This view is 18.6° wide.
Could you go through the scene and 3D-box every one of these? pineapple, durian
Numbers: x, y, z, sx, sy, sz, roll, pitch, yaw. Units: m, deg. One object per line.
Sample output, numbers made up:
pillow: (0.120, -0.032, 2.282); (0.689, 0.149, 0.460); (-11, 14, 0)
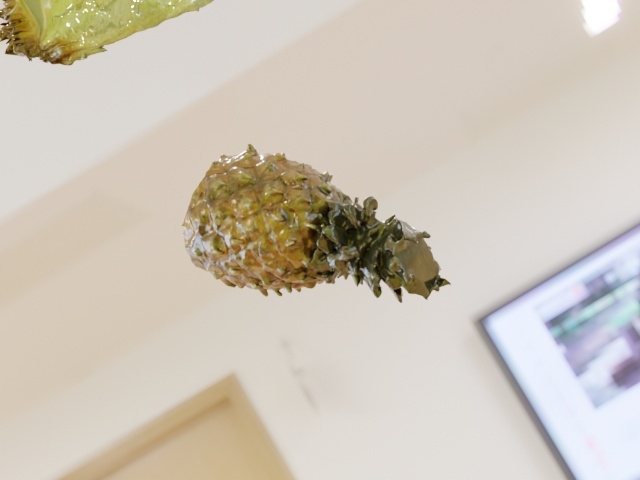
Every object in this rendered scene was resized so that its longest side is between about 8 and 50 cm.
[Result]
pineapple: (0.000, 0.000, 2.015); (0.279, 0.157, 0.158); (16, 21, 33)
durian: (-0.197, -0.244, 1.760); (0.252, 0.139, 0.144); (-21, -18, 12)
